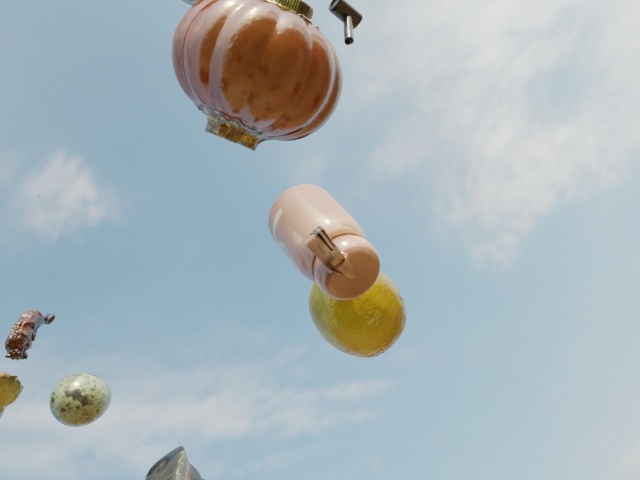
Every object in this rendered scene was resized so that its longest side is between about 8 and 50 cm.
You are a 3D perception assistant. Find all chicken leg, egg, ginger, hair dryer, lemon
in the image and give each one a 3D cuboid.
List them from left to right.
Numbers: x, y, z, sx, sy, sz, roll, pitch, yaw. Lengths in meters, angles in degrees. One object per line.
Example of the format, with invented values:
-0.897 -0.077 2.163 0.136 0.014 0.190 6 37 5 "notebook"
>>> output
-0.837 0.390 1.433 0.152 0.267 0.137 25 -124 -23 "ginger"
-0.697 0.214 1.383 0.048 0.219 0.089 1 -65 -3 "chicken leg"
-0.603 0.402 1.470 0.132 0.132 0.172 -55 -17 4 "egg"
0.035 -0.300 0.807 0.047 0.083 0.026 26 -43 -32 "hair dryer"
0.095 0.176 1.475 0.263 0.236 0.235 19 -73 -11 "lemon"

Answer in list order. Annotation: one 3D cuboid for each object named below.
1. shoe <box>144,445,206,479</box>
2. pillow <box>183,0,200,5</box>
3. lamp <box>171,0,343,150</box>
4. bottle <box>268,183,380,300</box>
-0.252 0.507 1.053 0.114 0.291 0.137 -35 -71 -3 "shoe"
-0.196 -0.447 0.916 0.093 0.161 0.335 -20 -13 14 "pillow"
-0.080 -0.217 0.741 0.223 0.223 0.196 20 -83 -42 "lamp"
0.000 0.000 1.269 0.173 0.297 0.206 -43 -50 3 "bottle"
